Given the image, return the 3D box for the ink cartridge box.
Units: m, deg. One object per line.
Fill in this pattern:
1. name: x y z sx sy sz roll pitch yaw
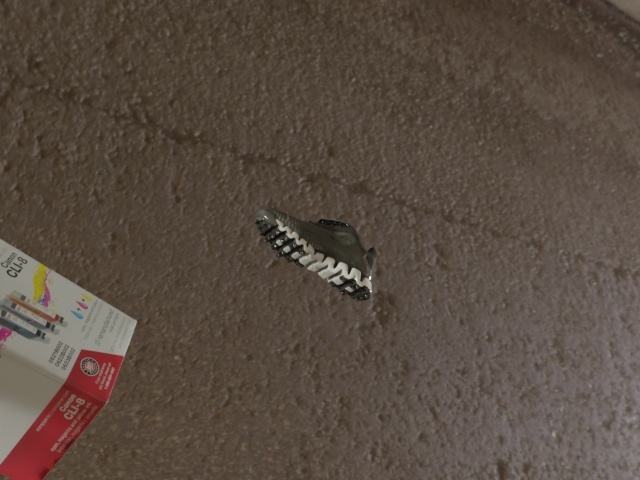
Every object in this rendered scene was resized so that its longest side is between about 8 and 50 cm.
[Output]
1. ink cartridge box: -0.283 0.101 0.571 0.176 0.127 0.128 35 20 -19

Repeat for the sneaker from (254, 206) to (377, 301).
1. sneaker: 0.000 0.000 1.057 0.234 0.078 0.106 34 61 -16
